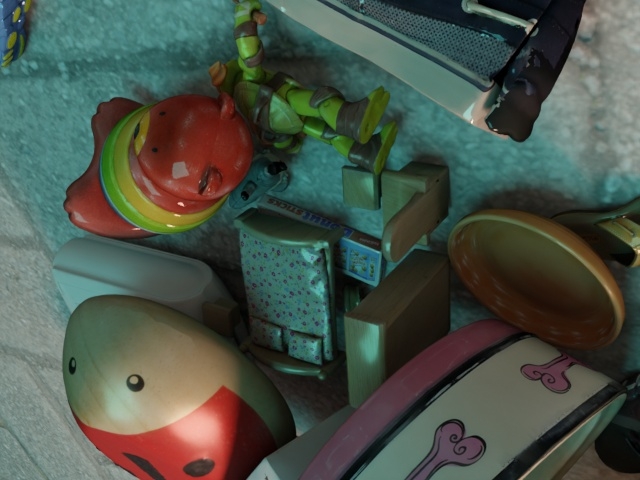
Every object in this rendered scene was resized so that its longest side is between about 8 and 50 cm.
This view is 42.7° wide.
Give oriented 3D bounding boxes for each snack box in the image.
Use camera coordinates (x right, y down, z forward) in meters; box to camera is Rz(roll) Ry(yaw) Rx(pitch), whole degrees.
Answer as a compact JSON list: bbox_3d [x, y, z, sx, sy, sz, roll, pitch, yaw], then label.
[{"bbox_3d":[0.000,0.000,1.042,0.178,0.022,0.064,22,138,19],"label":"snack box"}]

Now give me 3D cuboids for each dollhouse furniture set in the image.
[{"bbox_3d":[-0.045,0.050,0.958,0.355,0.174,0.304,12,121,28],"label":"dollhouse furniture set"}]

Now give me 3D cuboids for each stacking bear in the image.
[{"bbox_3d":[-0.167,-0.088,0.916,0.164,0.176,0.289,21,168,-23],"label":"stacking bear"}]

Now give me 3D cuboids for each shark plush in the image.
[{"bbox_3d":[-0.068,-0.065,0.959,0.073,0.067,0.161,48,167,-20],"label":"shark plush"}]

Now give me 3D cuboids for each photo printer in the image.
[{"bbox_3d":[-0.250,0.126,1.289,0.307,0.107,0.256,11,136,29],"label":"photo printer"}]

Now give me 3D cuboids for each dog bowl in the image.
[{"bbox_3d":[0.126,0.253,0.863,0.150,0.407,0.408,45,146,25],"label":"dog bowl"}]

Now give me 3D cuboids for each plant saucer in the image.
[{"bbox_3d":[0.227,0.036,0.860,0.200,0.037,0.200,32,154,17],"label":"plant saucer"}]

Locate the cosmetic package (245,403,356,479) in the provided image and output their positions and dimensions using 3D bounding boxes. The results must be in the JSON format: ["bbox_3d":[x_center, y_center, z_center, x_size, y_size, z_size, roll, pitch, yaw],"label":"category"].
[{"bbox_3d":[-0.006,0.340,1.146,0.097,0.284,0.377,54,142,18],"label":"cosmetic package"}]

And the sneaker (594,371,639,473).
[{"bbox_3d":[0.360,0.216,0.861,0.106,0.162,0.281,33,141,7],"label":"sneaker"}]

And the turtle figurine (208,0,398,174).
[{"bbox_3d":[-0.036,-0.149,0.835,0.217,0.087,0.270,24,152,24],"label":"turtle figurine"}]

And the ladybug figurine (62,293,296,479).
[{"bbox_3d":[-0.197,0.243,1.123,0.304,0.162,0.449,6,146,27],"label":"ladybug figurine"}]

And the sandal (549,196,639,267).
[{"bbox_3d":[0.294,-0.002,0.790,0.180,0.049,0.072,-10,121,43],"label":"sandal"}]

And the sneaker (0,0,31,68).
[{"bbox_3d":[-0.415,-0.296,1.040,0.078,0.067,0.188,34,144,-5],"label":"sneaker"}]

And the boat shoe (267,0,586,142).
[{"bbox_3d":[0.077,-0.228,0.708,0.340,0.127,0.158,37,106,28],"label":"boat shoe"}]

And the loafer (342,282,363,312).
[{"bbox_3d":[0.069,0.117,1.083,0.050,0.056,0.148,-21,111,6],"label":"loafer"}]
